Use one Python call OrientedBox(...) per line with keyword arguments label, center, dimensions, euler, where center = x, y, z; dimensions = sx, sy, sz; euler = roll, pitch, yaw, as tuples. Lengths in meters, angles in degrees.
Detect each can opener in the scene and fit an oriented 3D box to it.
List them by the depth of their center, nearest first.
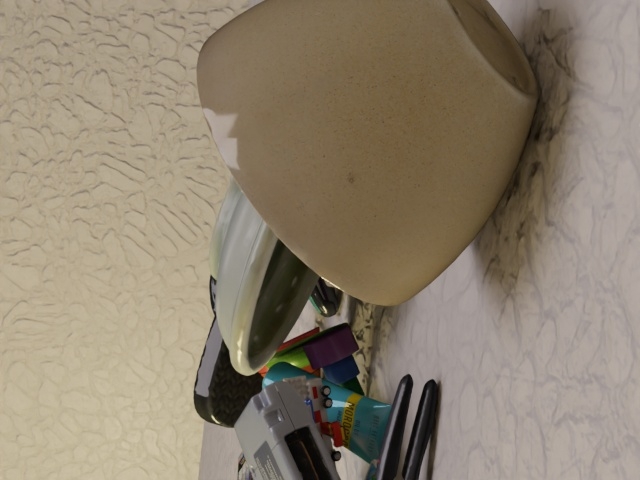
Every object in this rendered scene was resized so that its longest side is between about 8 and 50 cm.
OrientedBox(label="can opener", center=(0.078, 0.224, 1.083), dimensions=(0.073, 0.059, 0.186), euler=(-147, 63, -78))

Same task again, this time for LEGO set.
OrientedBox(label="LEGO set", center=(0.003, 0.273, 1.248), dimensions=(0.244, 0.060, 0.182), euler=(56, 144, 38))

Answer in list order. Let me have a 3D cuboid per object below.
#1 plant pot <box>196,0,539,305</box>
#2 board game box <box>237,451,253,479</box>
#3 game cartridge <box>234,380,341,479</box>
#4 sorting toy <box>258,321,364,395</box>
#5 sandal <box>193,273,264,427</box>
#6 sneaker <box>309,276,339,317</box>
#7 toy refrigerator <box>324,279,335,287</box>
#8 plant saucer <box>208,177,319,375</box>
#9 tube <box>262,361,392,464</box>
OrientedBox(label="plant pot", center=(0.065, -0.116, 0.903), dimensions=(0.191, 0.284, 0.284), euler=(-36, 37, 27))
OrientedBox(label="board game box", center=(-0.122, 0.456, 2.059), dimensions=(0.170, 0.048, 0.141), euler=(116, 155, -61))
OrientedBox(label="game cartridge", center=(-0.008, 0.314, 1.210), dimensions=(0.297, 0.062, 0.198), euler=(64, 164, 14))
OrientedBox(label="sorting toy", center=(-0.003, 0.194, 1.517), dimensions=(0.126, 0.127, 0.365), euler=(66, 165, 1))
OrientedBox(label="sandal", center=(-0.117, 0.067, 1.713), dimensions=(0.107, 0.167, 0.445), euler=(10, 78, 44))
OrientedBox(label="sneaker", center=(0.000, 0.000, 1.612), dimensions=(0.083, 0.098, 0.223), euler=(97, 150, -71))
OrientedBox(label="toy refrigerator", center=(0.068, -0.085, 1.199), dimensions=(0.094, 0.102, 0.269), euler=(-122, 38, -73))
OrientedBox(label="plant saucer", center=(-0.050, -0.032, 1.369), dimensions=(0.400, 0.100, 0.400), euler=(23, -90, -80))
OrientedBox(label="tube", center=(0.012, 0.204, 1.318), dimensions=(0.207, 0.052, 0.080), euler=(20, 111, 46))
